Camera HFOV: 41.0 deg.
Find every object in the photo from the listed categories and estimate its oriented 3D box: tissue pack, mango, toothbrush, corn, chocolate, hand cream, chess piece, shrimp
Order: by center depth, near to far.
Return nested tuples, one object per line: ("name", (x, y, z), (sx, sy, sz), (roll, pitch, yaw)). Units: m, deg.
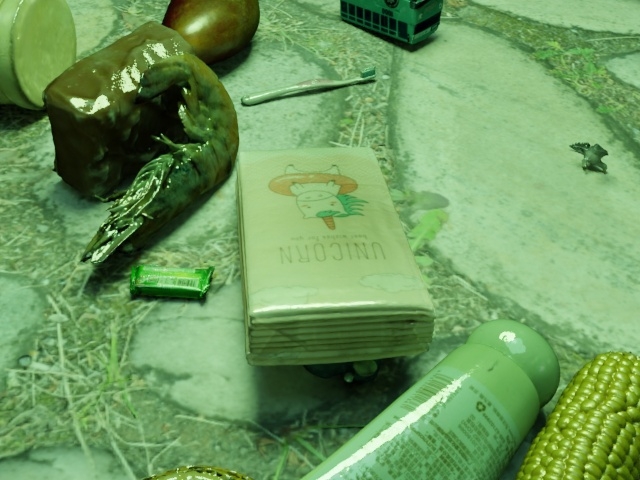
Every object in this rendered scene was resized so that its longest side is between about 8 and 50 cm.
("corn", (0.217, 0.192, 0.713), (0.091, 0.091, 0.260), (51, 51, -6))
("hand cream", (0.096, 0.181, 0.715), (0.147, 0.093, 0.306), (49, 54, 4))
("tissue pack", (0.000, 0.000, 0.883), (0.170, 0.071, 0.325), (-1, 31, -7))
("shrimp", (-0.184, -0.099, 0.955), (0.058, 0.169, 0.296), (-2, 34, 35))
("chocolate", (-0.225, -0.157, 1.029), (0.093, 0.148, 0.214), (31, 51, 20))
("chess piece", (-0.494, -0.267, 1.131), (0.299, 0.167, 0.167), (8, 42, 11))
("toothbrush", (-0.014, -0.215, 1.199), (0.204, 0.022, 0.017), (-16, 43, -16))
("mango", (-0.153, -0.333, 1.250), (0.133, 0.111, 0.268), (-5, 42, 15))

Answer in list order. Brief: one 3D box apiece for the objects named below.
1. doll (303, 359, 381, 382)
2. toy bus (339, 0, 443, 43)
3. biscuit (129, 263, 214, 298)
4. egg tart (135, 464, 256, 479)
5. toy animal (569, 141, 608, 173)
("doll", (0.019, 0.109, 0.818), (0.083, 0.050, 0.076), (13, 36, 11))
("toy bus", (0.109, -0.364, 1.317), (0.160, 0.092, 0.079), (29, 49, 34))
("biscuit", (-0.159, 0.044, 0.905), (0.089, 0.016, 0.046), (4, 41, -1))
("egg tart", (-0.104, 0.240, 0.653), (0.191, 0.074, 0.191), (3, 40, -2))
("toy animal", (0.346, -0.104, 1.091), (0.028, 0.050, 0.084), (-28, 12, 1))
